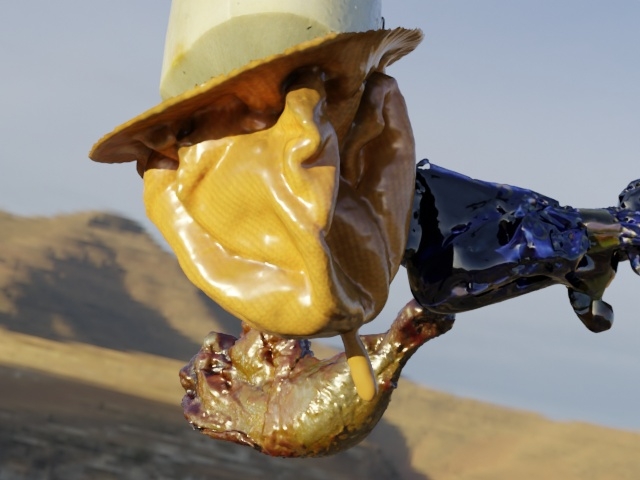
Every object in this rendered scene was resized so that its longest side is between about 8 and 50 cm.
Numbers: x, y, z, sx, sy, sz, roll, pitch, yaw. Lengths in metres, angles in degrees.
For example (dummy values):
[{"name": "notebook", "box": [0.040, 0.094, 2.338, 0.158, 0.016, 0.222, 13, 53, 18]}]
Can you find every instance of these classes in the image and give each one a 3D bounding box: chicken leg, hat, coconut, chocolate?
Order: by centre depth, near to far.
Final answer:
[{"name": "hat", "box": [0.000, 0.000, 1.034, 0.233, 0.233, 0.244, -25, -6, 41]}, {"name": "chocolate", "box": [0.193, 0.000, 1.158, 0.343, 0.148, 0.126, -4, -8, -22]}, {"name": "chicken leg", "box": [-0.012, 0.117, 1.373, 0.322, 0.177, 0.083, 4, -14, 46]}, {"name": "coconut", "box": [-0.056, -0.243, 1.908, 0.323, 0.323, 0.323, 12, -10, 2]}]
